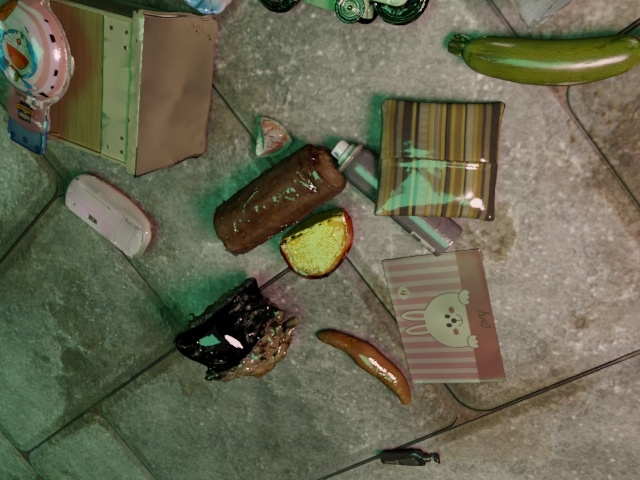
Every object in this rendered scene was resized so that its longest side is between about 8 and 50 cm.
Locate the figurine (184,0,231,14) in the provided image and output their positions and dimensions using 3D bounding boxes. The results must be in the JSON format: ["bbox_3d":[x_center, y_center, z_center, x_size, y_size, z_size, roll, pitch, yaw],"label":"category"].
[{"bbox_3d":[-0.211,-0.471,0.955,0.115,0.079,0.114,0,88,7],"label":"figurine"}]

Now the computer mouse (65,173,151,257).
[{"bbox_3d":[-0.506,-0.060,1.247,0.245,0.056,0.125,36,119,4],"label":"computer mouse"}]

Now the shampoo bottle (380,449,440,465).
[{"bbox_3d":[0.208,0.507,1.204,0.137,0.027,0.048,-11,119,25],"label":"shampoo bottle"}]

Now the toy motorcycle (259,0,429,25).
[{"bbox_3d":[0.038,-0.462,0.842,0.332,0.125,0.196,15,116,20],"label":"toy motorcycle"}]

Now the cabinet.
[{"bbox_3d":[-0.405,-0.324,1.011,0.318,0.227,0.289,20,117,16],"label":"cabinet"}]

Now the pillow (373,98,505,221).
[{"bbox_3d":[0.205,-0.141,0.902,0.213,0.052,0.207,4,92,9],"label":"pillow"}]

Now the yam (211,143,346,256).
[{"bbox_3d":[-0.090,-0.083,1.038,0.280,0.131,0.131,-31,97,28],"label":"yam"}]

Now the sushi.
[{"bbox_3d":[-0.179,0.222,1.145,0.218,0.225,0.239,54,152,-15],"label":"sushi"}]

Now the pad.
[{"bbox_3d":[0.254,0.166,1.065,0.202,0.005,0.299,-8,107,24],"label":"pad"}]

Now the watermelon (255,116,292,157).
[{"bbox_3d":[-0.106,-0.197,1.031,0.085,0.061,0.085,3,104,14],"label":"watermelon"}]

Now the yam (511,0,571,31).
[{"bbox_3d":[0.363,-0.465,0.648,0.348,0.241,0.240,-30,97,24],"label":"yam"}]

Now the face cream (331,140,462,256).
[{"bbox_3d":[0.138,-0.086,0.972,0.284,0.073,0.073,41,119,2],"label":"face cream"}]

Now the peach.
[{"bbox_3d":[0.000,-0.003,1.052,0.127,0.092,0.172,38,107,-2],"label":"peach"}]

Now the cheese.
[{"bbox_3d":[-0.503,-0.290,0.895,0.189,0.074,0.285,29,119,14],"label":"cheese"}]

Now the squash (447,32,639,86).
[{"bbox_3d":[0.357,-0.284,0.811,0.319,0.080,0.071,8,151,20],"label":"squash"}]

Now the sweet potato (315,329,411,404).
[{"bbox_3d":[0.103,0.261,1.135,0.255,0.058,0.078,34,139,11],"label":"sweet potato"}]
